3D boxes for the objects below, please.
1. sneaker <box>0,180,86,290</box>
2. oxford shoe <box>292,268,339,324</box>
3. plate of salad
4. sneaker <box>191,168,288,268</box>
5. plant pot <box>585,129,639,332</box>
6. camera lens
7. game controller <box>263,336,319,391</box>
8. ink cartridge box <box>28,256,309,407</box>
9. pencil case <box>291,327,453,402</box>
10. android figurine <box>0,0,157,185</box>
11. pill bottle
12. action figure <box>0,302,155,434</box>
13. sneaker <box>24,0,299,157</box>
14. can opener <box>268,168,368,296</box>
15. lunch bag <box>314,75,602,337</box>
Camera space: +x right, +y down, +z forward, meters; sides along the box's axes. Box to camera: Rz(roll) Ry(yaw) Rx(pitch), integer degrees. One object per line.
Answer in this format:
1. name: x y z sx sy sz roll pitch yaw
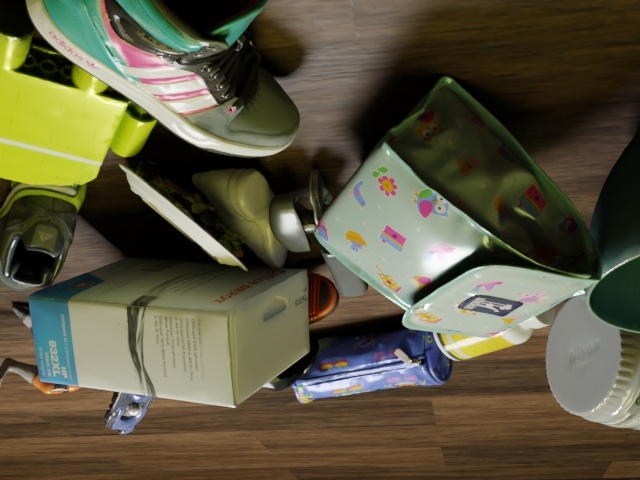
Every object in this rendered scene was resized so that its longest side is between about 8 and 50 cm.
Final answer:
1. sneaker: -0.397 0.013 1.108 0.111 0.121 0.300 13 151 -21
2. oxford shoe: -0.053 0.107 1.327 0.098 0.097 0.271 19 159 -39
3. plate of salad: -0.159 -0.034 0.999 0.200 0.048 0.200 40 173 5
4. sneaker: -0.100 -0.035 1.080 0.094 0.080 0.212 9 154 20
5. plant pot: 0.431 -0.035 0.910 0.290 0.196 0.290 1 153 0
6. camera lens: 0.537 0.198 1.337 0.274 0.220 0.219 10 152 -17
7. game controller: -0.166 0.174 1.237 0.319 0.067 0.166 0 -177 16
8. ink cartridge box: -0.196 0.113 1.123 0.307 0.129 0.223 2 -168 24
9. pencil case: 0.086 0.221 1.501 0.306 0.120 0.133 -12 179 23
10. android figurine: -0.303 -0.140 0.880 0.248 0.056 0.273 12 150 -21
11. pill bottle: 0.277 0.125 1.329 0.103 0.103 0.184 23 146 -37
12. action figure: -0.361 0.177 1.457 0.330 0.179 0.341 14 124 -37
13. sneaker: -0.088 -0.180 0.736 0.178 0.124 0.295 -13 150 44
14. can opener: 0.000 0.000 1.122 0.095 0.076 0.283 -7 154 9
15. lunch bag: 0.152 -0.006 0.914 0.262 0.160 0.223 43 148 1
